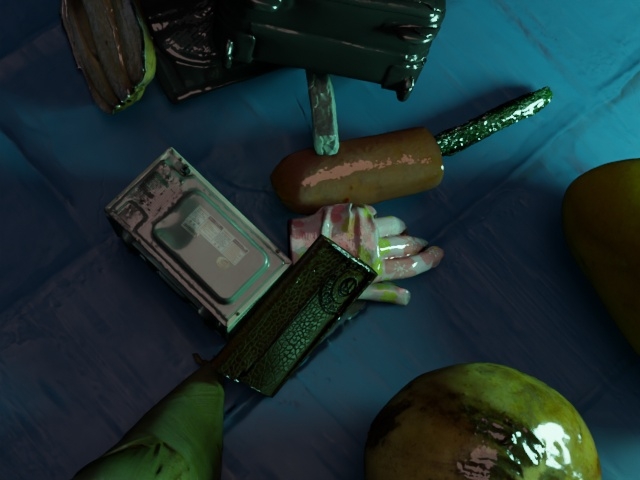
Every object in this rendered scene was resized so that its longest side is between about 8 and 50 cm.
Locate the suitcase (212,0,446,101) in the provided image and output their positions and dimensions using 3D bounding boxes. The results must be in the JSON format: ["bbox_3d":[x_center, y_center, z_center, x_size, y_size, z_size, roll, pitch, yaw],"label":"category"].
[{"bbox_3d":[0.011,-0.405,1.640,0.345,0.188,0.339,8,47,-10],"label":"suitcase"}]

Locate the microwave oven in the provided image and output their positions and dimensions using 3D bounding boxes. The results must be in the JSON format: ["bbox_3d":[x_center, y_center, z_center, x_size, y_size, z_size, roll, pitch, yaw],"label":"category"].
[{"bbox_3d":[-0.174,0.013,1.502,0.240,0.194,0.145,44,81,7],"label":"microwave oven"}]

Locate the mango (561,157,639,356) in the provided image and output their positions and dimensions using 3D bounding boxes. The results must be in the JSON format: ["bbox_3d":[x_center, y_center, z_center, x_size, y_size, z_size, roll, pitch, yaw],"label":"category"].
[{"bbox_3d":[0.558,0.051,1.580,0.300,0.232,0.446,-43,75,-14],"label":"mango"}]

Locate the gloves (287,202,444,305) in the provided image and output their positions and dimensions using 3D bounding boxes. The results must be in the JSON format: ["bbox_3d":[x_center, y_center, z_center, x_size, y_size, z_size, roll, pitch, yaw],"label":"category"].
[{"bbox_3d":[0.072,0.017,1.574,0.241,0.126,0.145,-2,70,-6],"label":"gloves"}]

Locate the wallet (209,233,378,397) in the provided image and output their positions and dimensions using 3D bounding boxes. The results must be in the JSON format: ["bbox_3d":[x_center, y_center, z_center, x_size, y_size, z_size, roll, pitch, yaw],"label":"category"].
[{"bbox_3d":[-0.034,0.112,1.481,0.243,0.133,0.039,-50,41,6],"label":"wallet"}]

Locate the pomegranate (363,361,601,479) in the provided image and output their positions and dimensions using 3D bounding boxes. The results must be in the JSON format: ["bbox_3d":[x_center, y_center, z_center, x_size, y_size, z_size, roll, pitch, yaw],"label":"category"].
[{"bbox_3d":[0.213,0.316,1.409,0.322,0.322,0.322,2,71,-7],"label":"pomegranate"}]

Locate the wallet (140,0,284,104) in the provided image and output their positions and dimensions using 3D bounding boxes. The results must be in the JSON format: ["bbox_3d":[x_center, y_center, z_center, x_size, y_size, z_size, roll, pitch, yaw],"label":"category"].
[{"bbox_3d":[-0.201,-0.387,1.715,0.247,0.041,0.323,-21,71,-16],"label":"wallet"}]

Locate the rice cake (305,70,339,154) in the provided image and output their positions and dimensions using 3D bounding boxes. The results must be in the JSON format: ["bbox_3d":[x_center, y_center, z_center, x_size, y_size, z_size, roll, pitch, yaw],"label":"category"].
[{"bbox_3d":[0.001,-0.225,1.636,0.042,0.045,0.245,-8,47,1],"label":"rice cake"}]

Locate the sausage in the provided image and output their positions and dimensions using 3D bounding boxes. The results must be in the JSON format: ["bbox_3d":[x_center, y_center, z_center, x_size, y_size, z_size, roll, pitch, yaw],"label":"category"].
[{"bbox_3d":[0.052,-0.105,1.618,0.259,0.113,0.113,-12,74,-9],"label":"sausage"}]

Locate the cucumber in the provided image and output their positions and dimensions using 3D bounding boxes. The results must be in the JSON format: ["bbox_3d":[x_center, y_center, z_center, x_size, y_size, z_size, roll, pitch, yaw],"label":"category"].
[{"bbox_3d":[0.280,-0.194,1.716,0.257,0.043,0.044,-26,82,-16],"label":"cucumber"}]

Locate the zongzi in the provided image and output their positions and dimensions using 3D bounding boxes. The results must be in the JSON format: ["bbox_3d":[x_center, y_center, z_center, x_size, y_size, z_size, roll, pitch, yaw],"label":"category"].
[{"bbox_3d":[-0.207,0.268,1.286,0.181,0.447,0.418,16,66,4],"label":"zongzi"}]

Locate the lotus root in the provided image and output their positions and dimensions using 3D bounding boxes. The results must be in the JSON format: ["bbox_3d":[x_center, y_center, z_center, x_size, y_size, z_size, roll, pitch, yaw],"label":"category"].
[{"bbox_3d":[-0.329,-0.356,1.650,0.078,0.167,0.329,1,66,-49],"label":"lotus root"}]
